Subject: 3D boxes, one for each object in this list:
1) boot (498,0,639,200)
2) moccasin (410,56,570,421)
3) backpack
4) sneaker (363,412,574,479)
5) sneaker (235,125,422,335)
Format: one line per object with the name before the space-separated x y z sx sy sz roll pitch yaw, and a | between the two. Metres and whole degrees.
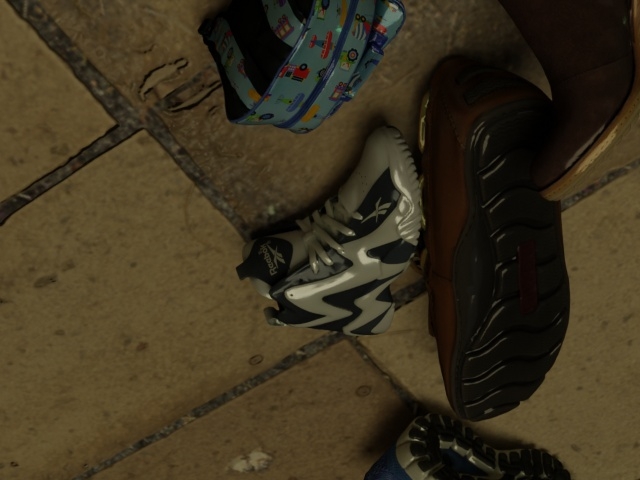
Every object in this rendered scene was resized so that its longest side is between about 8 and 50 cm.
boot | 0.171 -0.179 0.814 0.207 0.090 0.248 30 96 1
moccasin | 0.146 0.012 0.993 0.139 0.147 0.380 -21 125 -11
backpack | -0.011 -0.157 0.803 0.117 0.173 0.158 24 119 -24
sneaker | 0.189 0.315 1.247 0.330 0.130 0.147 30 132 -24
sneaker | 0.000 0.000 0.974 0.153 0.094 0.235 -5 138 -16
